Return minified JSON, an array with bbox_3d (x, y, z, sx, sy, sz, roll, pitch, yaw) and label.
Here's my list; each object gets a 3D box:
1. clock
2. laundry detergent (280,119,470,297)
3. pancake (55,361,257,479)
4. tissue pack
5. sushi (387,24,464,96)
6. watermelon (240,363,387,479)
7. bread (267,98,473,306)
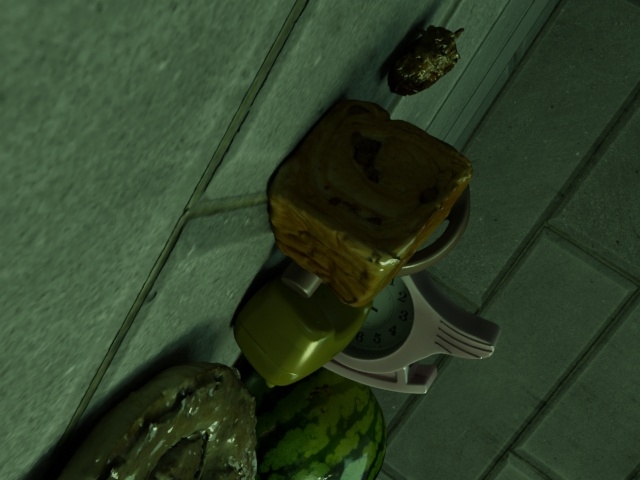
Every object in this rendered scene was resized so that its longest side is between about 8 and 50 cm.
[{"bbox_3d":[0.118,0.083,0.880,0.080,0.290,0.276,-28,135,-66],"label":"clock"},{"bbox_3d":[0.070,-0.020,0.703,0.237,0.171,0.076,-53,154,-18],"label":"laundry detergent"},{"bbox_3d":[-0.164,0.306,0.588,0.387,0.082,0.387,7,90,-69],"label":"pancake"},{"bbox_3d":[-0.025,0.104,0.778,0.127,0.123,0.178,-51,166,29],"label":"tissue pack"},{"bbox_3d":[0.117,-0.196,0.661,0.118,0.061,0.060,-59,-161,-22],"label":"sushi"},{"bbox_3d":[-0.031,0.308,0.997,0.285,0.285,0.285,-53,170,-13],"label":"watermelon"},{"bbox_3d":[0.039,-0.037,0.598,0.158,0.149,0.143,-46,166,-14],"label":"bread"}]
